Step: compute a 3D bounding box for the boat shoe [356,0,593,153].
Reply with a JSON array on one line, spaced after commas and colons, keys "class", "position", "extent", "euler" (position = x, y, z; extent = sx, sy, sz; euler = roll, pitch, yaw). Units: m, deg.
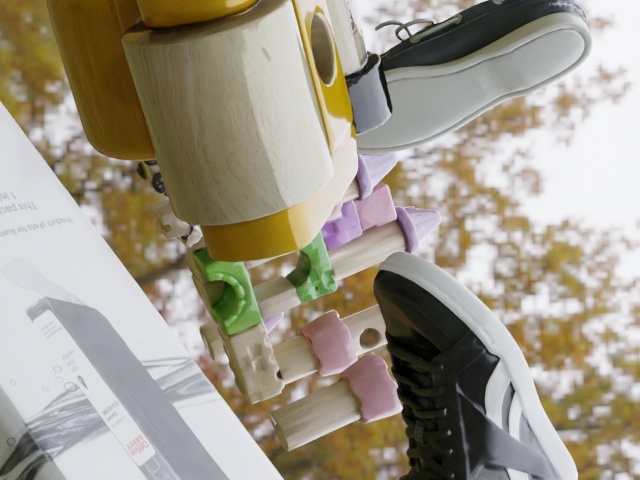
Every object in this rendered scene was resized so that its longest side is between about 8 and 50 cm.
[{"class": "boat shoe", "position": [0.108, -0.156, 1.382], "extent": [0.095, 0.254, 0.079], "euler": [51, 20, -46]}]

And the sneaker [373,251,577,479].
[{"class": "sneaker", "position": [0.071, 0.119, 0.941], "extent": [0.079, 0.121, 0.217], "euler": [16, -32, 52]}]

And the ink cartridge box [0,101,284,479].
[{"class": "ink cartridge box", "position": [-0.142, 0.107, 0.642], "extent": [0.273, 0.114, 0.197], "euler": [52, -58, 14]}]

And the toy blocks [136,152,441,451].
[{"class": "toy blocks", "position": [0.000, 0.000, 1.606], "extent": [0.309, 0.260, 0.289], "euler": [39, -31, 62]}]

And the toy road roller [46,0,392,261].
[{"class": "toy road roller", "position": [-0.097, -0.126, 1.164], "extent": [0.329, 0.240, 0.203], "euler": [-63, 141, -62]}]
